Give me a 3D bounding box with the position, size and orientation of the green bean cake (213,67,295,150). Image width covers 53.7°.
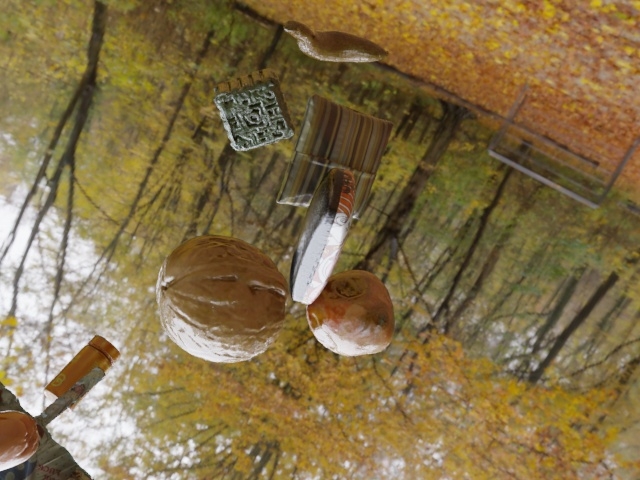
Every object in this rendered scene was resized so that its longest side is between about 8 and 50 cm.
[{"bbox_3d":[-0.165,-0.323,1.601,0.173,0.181,0.094,-16,-146,1],"label":"green bean cake"}]

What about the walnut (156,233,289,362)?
[{"bbox_3d":[-0.226,0.138,1.504,0.333,0.332,0.333,26,-168,-6],"label":"walnut"}]

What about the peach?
[{"bbox_3d":[0.087,0.177,1.532,0.214,0.214,0.236,19,176,-33],"label":"peach"}]

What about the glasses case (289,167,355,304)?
[{"bbox_3d":[0.000,0.000,0.966,0.067,0.266,0.103,13,-128,-8],"label":"glasses case"}]

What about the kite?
[{"bbox_3d":[-0.494,0.322,1.067,0.335,0.314,0.011,45,174,5],"label":"kite"}]

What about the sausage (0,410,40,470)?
[{"bbox_3d":[-0.528,0.290,0.851,0.289,0.086,0.086,-12,-160,-6],"label":"sausage"}]

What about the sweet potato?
[{"bbox_3d":[0.020,-0.496,1.585,0.346,0.079,0.108,-3,176,-43],"label":"sweet potato"}]

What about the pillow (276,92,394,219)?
[{"bbox_3d":[0.033,-0.151,1.201,0.212,0.208,0.052,10,-168,-39],"label":"pillow"}]

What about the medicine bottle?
[{"bbox_3d":[-0.627,0.350,1.669,0.096,0.096,0.192,30,-125,10],"label":"medicine bottle"}]
